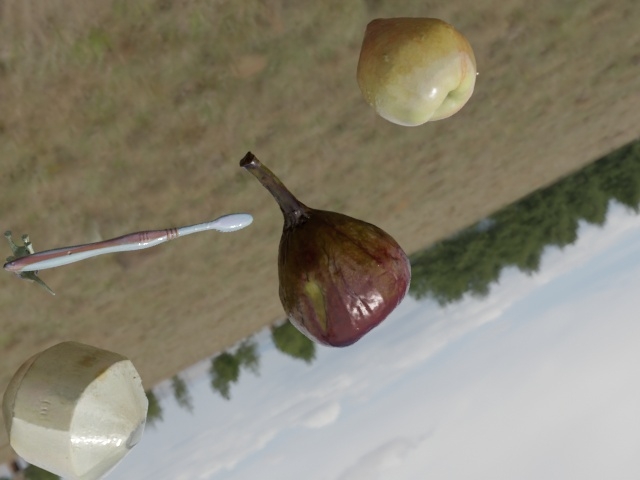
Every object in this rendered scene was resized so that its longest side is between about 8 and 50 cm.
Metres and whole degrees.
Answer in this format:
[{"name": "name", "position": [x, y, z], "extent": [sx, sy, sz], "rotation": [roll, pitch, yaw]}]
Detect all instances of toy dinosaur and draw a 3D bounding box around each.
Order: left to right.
[{"name": "toy dinosaur", "position": [-0.359, 0.022, 1.240], "extent": [0.037, 0.058, 0.180], "rotation": [-30, -154, -8]}]

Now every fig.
[{"name": "fig", "position": [-0.019, 0.028, 1.375], "extent": [0.190, 0.290, 0.191], "rotation": [-41, -148, 33]}]

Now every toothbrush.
[{"name": "toothbrush", "position": [-0.143, 0.001, 0.781], "extent": [0.193, 0.013, 0.019], "rotation": [-12, 170, -22]}]

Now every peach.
[{"name": "peach", "position": [0.162, -0.318, 1.839], "extent": [0.232, 0.232, 0.232], "rotation": [-28, 176, -2]}]

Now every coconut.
[{"name": "coconut", "position": [-0.386, 0.283, 1.671], "extent": [0.241, 0.241, 0.241], "rotation": [-28, 176, -2]}]
